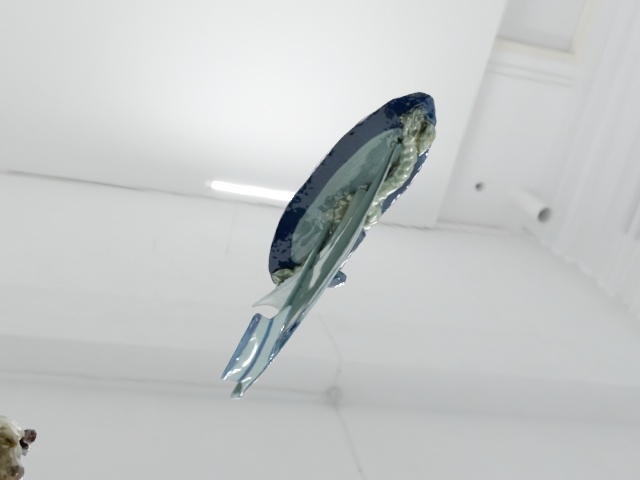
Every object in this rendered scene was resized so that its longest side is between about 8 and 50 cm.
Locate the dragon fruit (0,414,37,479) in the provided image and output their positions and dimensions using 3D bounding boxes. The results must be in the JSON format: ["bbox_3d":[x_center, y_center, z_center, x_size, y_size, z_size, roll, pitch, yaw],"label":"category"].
[{"bbox_3d":[-0.247,0.182,0.404,0.269,0.250,0.291,-9,-159,-20],"label":"dragon fruit"}]

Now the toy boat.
[{"bbox_3d":[-0.008,0.009,0.621,0.070,0.210,0.292,35,-121,-3],"label":"toy boat"}]
